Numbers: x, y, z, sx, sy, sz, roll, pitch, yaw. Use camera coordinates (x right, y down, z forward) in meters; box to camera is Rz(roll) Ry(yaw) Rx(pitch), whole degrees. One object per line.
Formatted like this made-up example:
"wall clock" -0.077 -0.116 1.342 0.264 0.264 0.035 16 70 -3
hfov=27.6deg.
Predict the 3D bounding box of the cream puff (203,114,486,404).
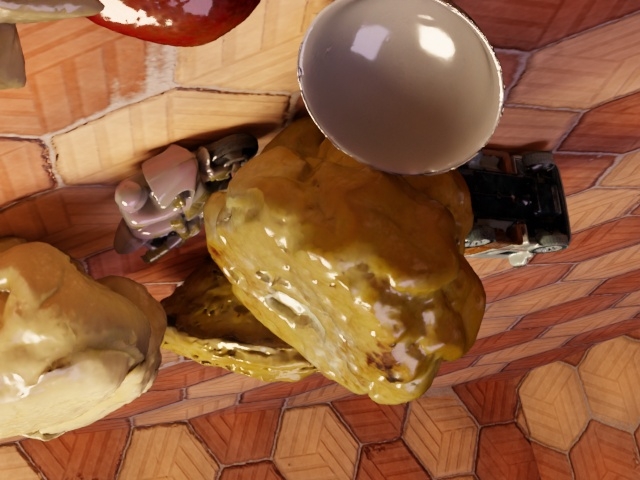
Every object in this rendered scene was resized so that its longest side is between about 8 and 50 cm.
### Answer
"cream puff" 0.052 -0.010 1.349 0.257 0.291 0.324 -50 -173 -23

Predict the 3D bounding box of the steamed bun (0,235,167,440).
"steamed bun" -0.349 0.115 1.553 0.324 0.230 0.372 -16 167 3

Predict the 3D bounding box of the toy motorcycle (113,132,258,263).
"toy motorcycle" -0.167 -0.046 1.430 0.152 0.073 0.225 -13 159 -39

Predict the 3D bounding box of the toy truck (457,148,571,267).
"toy truck" 0.173 -0.040 1.654 0.305 0.136 0.162 4 164 -42

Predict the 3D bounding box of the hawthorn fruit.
"hawthorn fruit" -0.111 -0.196 0.830 0.172 0.148 0.148 0 161 -21

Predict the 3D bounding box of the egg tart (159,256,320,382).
"egg tart" -0.080 0.098 1.811 0.341 0.132 0.341 8 -173 -1

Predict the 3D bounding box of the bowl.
"bowl" 0.082 -0.159 1.168 0.189 0.189 0.086 -25 -157 35

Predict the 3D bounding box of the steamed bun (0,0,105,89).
"steamed bun" -0.266 -0.169 0.718 0.247 0.189 0.428 -13 166 -33
